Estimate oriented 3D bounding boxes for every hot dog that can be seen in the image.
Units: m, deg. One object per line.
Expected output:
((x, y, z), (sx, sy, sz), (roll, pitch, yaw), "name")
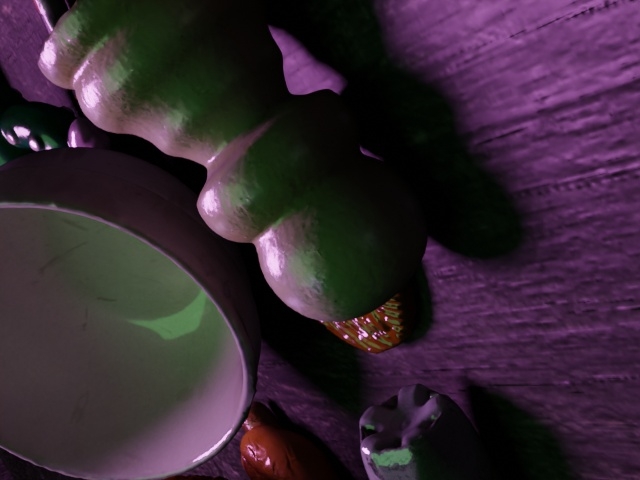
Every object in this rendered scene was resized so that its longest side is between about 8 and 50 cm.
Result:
((-0.031, 0.212, 1.298), (0.140, 0.060, 0.090), (29, 146, 30), "hot dog")

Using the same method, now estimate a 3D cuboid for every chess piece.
((-0.039, -0.059, 0.851), (0.251, 0.144, 0.144), (49, 157, 1), "chess piece")

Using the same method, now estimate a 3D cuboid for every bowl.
((-0.190, 0.046, 1.163), (0.307, 0.163, 0.307), (6, 129, 7), "bowl")

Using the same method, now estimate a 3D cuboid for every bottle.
((0.113, 0.222, 0.990), (0.083, 0.083, 0.269), (17, 142, 57), "bottle")

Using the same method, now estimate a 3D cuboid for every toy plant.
((-0.248, -0.043, 1.290), (0.232, 0.112, 0.243), (13, 139, 39), "toy plant")

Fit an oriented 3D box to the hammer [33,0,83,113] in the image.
((-0.239, -0.230, 1.137), (0.111, 0.033, 0.287), (22, 141, 52), "hammer")

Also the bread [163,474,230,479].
((-0.029, 0.382, 1.260), (0.398, 0.215, 0.398), (36, 166, 11), "bread")

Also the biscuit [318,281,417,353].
((-0.001, 0.000, 0.983), (0.188, 0.027, 0.188), (45, 156, 26), "biscuit")
